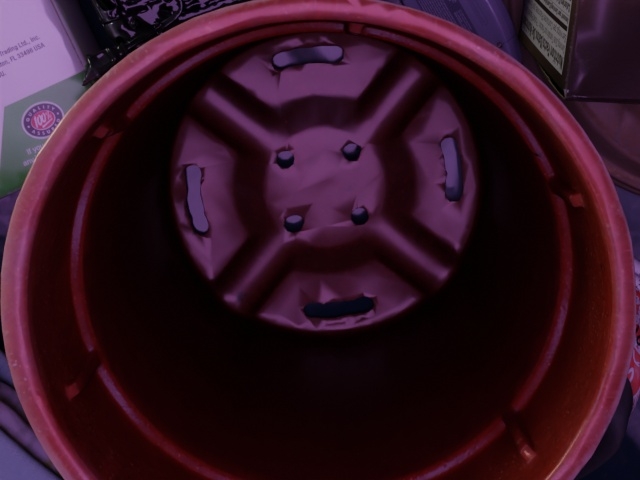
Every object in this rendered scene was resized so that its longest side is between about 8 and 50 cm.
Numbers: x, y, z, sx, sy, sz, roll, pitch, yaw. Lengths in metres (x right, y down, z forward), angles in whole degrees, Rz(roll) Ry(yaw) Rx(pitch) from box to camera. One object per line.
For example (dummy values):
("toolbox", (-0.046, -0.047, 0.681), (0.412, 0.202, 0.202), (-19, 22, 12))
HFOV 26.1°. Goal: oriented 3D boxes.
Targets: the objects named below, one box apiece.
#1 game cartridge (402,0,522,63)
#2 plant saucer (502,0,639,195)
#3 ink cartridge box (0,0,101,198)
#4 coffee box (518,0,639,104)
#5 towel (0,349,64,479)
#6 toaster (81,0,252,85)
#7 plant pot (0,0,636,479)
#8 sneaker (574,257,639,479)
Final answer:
("game cartridge", (0.081, -0.131, 0.806), (0.017, 0.056, 0.083), (-40, 104, -37))
("plant saucer", (0.243, -0.151, 0.800), (0.278, 0.041, 0.278), (-1, 106, -4))
("ink cartridge box", (-0.218, -0.124, 0.779), (0.153, 0.087, 0.208), (-23, 102, 4))
("coffee box", (0.205, -0.221, 0.680), (0.168, 0.119, 0.297), (1, 112, -5))
("towel", (-0.351, 0.129, 0.799), (0.320, 0.090, 0.374), (-36, 116, 10))
("toaster", (-0.067, -0.198, 0.755), (0.185, 0.110, 0.168), (-20, 101, 2))
("plant pot", (0.000, 0.000, 0.716), (0.272, 0.265, 0.272), (0, 104, 0))
("sneaker", (0.097, 0.104, 0.835), (0.090, 0.145, 0.270), (42, 134, -8))
